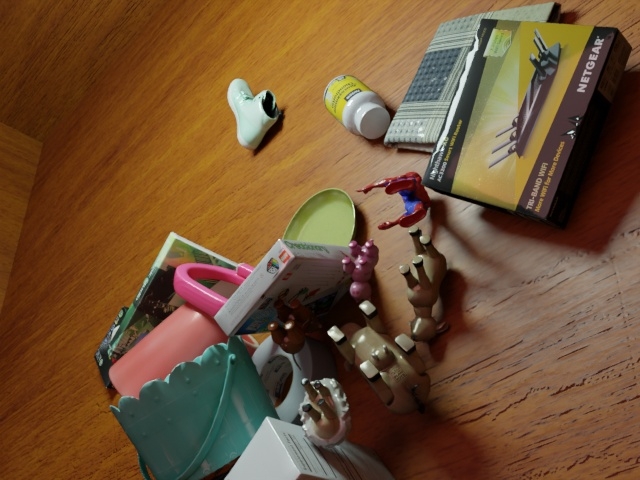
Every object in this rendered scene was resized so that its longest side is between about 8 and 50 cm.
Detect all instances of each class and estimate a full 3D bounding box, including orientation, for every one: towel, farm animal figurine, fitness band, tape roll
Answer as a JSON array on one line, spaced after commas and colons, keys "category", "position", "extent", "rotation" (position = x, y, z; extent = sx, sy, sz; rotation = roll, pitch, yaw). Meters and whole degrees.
[{"category": "towel", "position": [0.296, -0.312, 1.342], "extent": [0.324, 0.056, 0.312], "rotation": [14, 76, 56]}, {"category": "farm animal figurine", "position": [0.098, 0.163, 1.142], "extent": [0.330, 0.172, 0.326], "rotation": [-26, 41, 3]}, {"category": "fitness band", "position": [-0.186, 0.110, 1.479], "extent": [0.291, 0.209, 0.054], "rotation": [23, 108, 33]}, {"category": "tape roll", "position": [-0.067, 0.293, 1.361], "extent": [0.219, 0.072, 0.219], "rotation": [-29, 47, 38]}]

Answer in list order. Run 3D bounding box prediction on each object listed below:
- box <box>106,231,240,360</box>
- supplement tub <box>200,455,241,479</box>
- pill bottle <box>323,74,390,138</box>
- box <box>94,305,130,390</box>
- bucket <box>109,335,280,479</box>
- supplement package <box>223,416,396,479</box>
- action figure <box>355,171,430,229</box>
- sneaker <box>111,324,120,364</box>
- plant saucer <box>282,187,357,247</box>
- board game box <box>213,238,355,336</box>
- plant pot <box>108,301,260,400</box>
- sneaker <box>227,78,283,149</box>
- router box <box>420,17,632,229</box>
[{"category": "box", "position": [-0.329, 0.170, 1.623], "extent": [0.322, 0.232, 0.058], "rotation": [-62, 29, 1]}, {"category": "supplement tub", "position": [-0.104, 0.536, 1.133], "extent": [0.207, 0.207, 0.338], "rotation": [-56, 37, 8]}, {"category": "pill bottle", "position": [0.085, -0.299, 1.535], "extent": [0.103, 0.103, 0.184], "rotation": [-53, 37, 13]}, {"category": "box", "position": [-0.596, 0.318, 2.017], "extent": [0.190, 0.045, 0.184], "rotation": [-58, 34, 6]}, {"category": "bucket", "position": [-0.219, 0.309, 1.220], "extent": [0.281, 0.281, 0.183], "rotation": [-34, 84, 33]}, {"category": "supplement package", "position": [-0.005, 0.397, 1.070], "extent": [0.139, 0.244, 0.134], "rotation": [-57, 36, 8]}, {"category": "action figure", "position": [0.128, -0.068, 1.231], "extent": [0.139, 0.280, 0.091], "rotation": [-21, 93, 16]}, {"category": "sneaker", "position": [-0.422, 0.257, 1.757], "extent": [0.279, 0.107, 0.118], "rotation": [-25, 46, 18]}, {"category": "plant saucer", "position": [0.000, 0.000, 1.500], "extent": [0.241, 0.037, 0.241], "rotation": [-30, 46, 37]}, {"category": "board game box", "position": [-0.040, 0.091, 1.276], "extent": [0.193, 0.305, 0.053], "rotation": [-49, 66, 17]}, {"category": "plant pot", "position": [-0.279, 0.274, 1.492], "extent": [0.243, 0.275, 0.275], "rotation": [-51, 36, -3]}, {"category": "sneaker", "position": [-0.180, -0.395, 1.928], "extent": [0.151, 0.094, 0.255], "rotation": [-41, 50, 35]}, {"category": "router box", "position": [0.330, -0.199, 1.115], "extent": [0.243, 0.081, 0.308], "rotation": [21, 93, 42]}]
